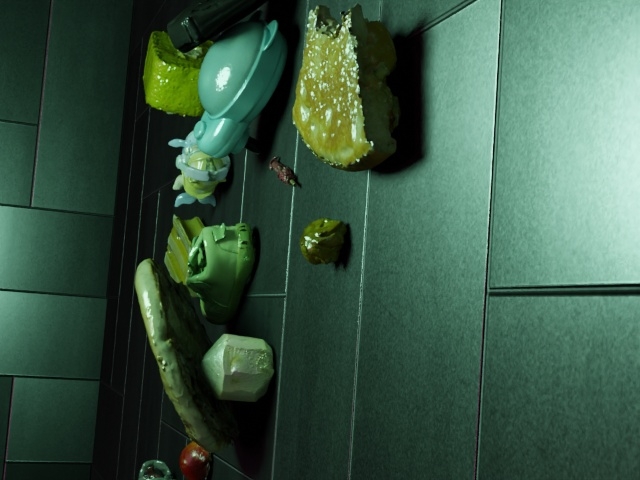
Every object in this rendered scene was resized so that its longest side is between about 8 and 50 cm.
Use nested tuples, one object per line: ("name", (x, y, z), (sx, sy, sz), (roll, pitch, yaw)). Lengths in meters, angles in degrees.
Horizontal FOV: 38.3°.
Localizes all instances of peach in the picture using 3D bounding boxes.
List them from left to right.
("peach", (-0.267, 0.470, 1.952), (0.098, 0.061, 0.098), (-169, 90, -76))

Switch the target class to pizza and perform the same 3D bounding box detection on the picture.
("pizza", (0.040, -0.211, 1.271), (0.323, 0.089, 0.223), (-146, 58, -66))

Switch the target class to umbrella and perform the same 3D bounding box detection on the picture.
("umbrella", (-0.068, -0.121, 1.633), (0.165, 0.025, 0.027), (-132, 29, -66))

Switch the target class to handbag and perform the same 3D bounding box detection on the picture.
("handbag", (-0.174, -0.451, 1.738), (0.080, 0.246, 0.223), (57, 167, -13))

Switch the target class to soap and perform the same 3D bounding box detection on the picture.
("soap", (-0.302, 0.040, 2.152), (0.233, 0.076, 0.135), (-128, 48, -61))

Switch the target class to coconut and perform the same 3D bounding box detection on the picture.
("coconut", (-0.151, 0.222, 1.614), (0.116, 0.122, 0.116), (-174, 90, -71))

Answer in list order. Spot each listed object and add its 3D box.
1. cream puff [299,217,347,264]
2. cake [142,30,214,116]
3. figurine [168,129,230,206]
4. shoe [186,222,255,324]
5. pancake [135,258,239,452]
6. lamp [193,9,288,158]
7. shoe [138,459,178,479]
("cream puff", (0.000, 0.000, 1.359), (0.083, 0.058, 0.083), (-109, 34, -53))
("cake", (-0.323, -0.400, 2.188), (0.261, 0.179, 0.156), (-108, 32, -54))
("figurine", (-0.268, -0.160, 2.058), (0.184, 0.128, 0.209), (-118, 31, -53))
("shoe", (-0.205, 0.053, 1.845), (0.262, 0.128, 0.140), (123, 161, -46))
("pancake", (-0.245, 0.220, 1.717), (0.382, 0.071, 0.383), (-22, -90, -88))
("lamp", (-0.157, -0.291, 1.742), (0.209, 0.147, 0.284), (-123, 43, -63))
("shoe", (-0.382, 0.595, 2.172), (0.227, 0.099, 0.126), (-120, 37, -64))
